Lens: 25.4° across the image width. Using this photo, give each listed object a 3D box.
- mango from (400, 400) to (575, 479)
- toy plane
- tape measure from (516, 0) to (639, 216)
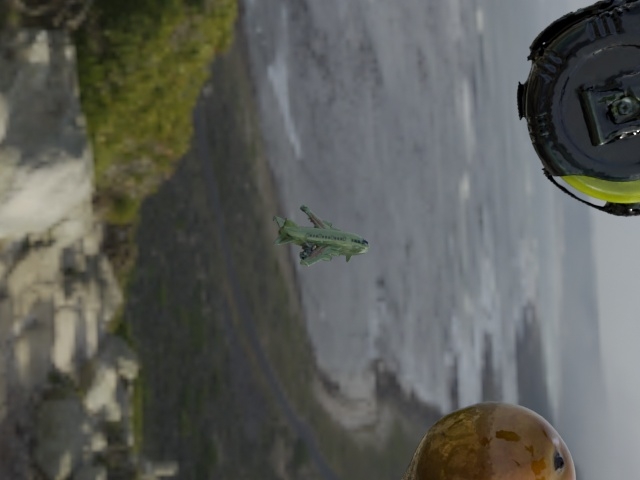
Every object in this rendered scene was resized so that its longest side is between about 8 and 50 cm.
[{"bbox_3d":[0.177,0.265,1.524,0.254,0.175,0.139,109,-4,-58],"label":"mango"},{"bbox_3d":[0.000,0.000,1.593,0.102,0.111,0.040,-88,-162,-48],"label":"toy plane"},{"bbox_3d":[0.271,-0.115,1.253,0.112,0.186,0.199,-31,101,-78],"label":"tape measure"}]
